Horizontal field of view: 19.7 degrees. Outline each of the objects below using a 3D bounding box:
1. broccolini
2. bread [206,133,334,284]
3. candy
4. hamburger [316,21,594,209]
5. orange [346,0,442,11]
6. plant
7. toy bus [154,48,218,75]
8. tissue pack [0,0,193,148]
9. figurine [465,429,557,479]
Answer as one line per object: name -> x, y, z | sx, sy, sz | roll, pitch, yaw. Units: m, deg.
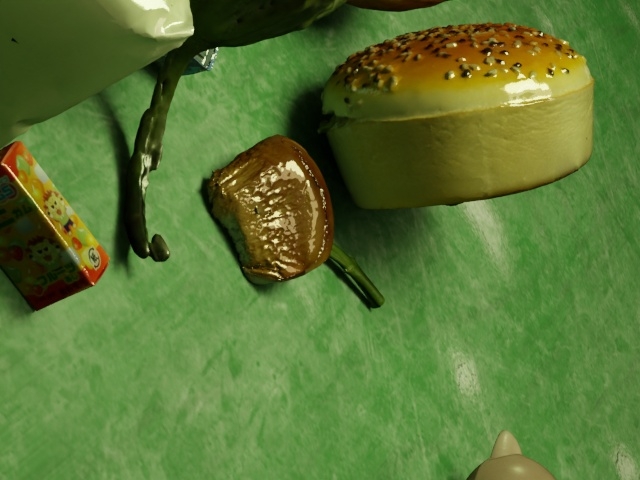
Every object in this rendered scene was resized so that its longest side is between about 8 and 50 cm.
broccolini -> 0.000, 0.001, 1.810 | 0.218, 0.044, 0.042 | 54, 14, -34
bread -> -0.037, -0.027, 1.706 | 0.126, 0.044, 0.129 | -30, 104, -36
candy -> -0.219, -0.010, 1.380 | 0.122, 0.062, 0.038 | 55, 29, -22
hamburger -> 0.138, -0.134, 1.896 | 0.300, 0.300, 0.176 | -25, 107, -63
orange -> 0.095, -0.403, 1.956 | 0.293, 0.340, 0.340 | 28, 42, -20
plant -> -0.125, -0.189, 1.552 | 0.180, 0.333, 0.251 | 39, 4, -36
toy bus -> -0.157, -0.205, 1.646 | 0.153, 0.061, 0.051 | 39, 55, -40
tissue pack -> -0.295, -0.228, 1.162 | 0.380, 0.297, 0.207 | 39, 37, -40
figurine -> 0.190, 0.276, 1.846 | 0.125, 0.125, 0.138 | 55, 44, -22
